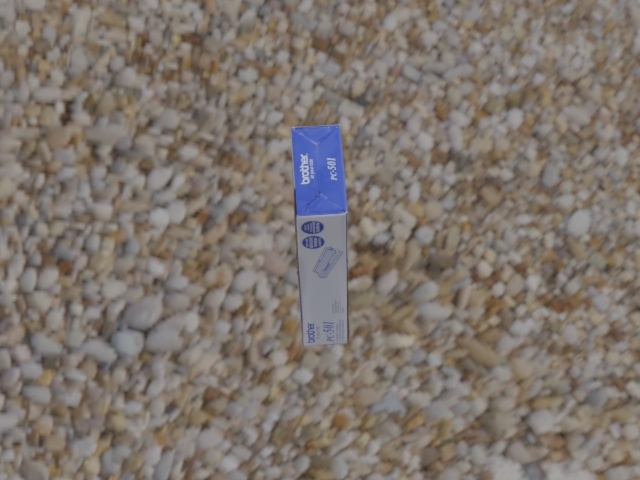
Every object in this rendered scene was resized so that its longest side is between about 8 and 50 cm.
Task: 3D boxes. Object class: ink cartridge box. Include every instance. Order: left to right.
[{"bbox_3d":[0.000,0.000,1.286,0.046,0.207,0.097,-3,54,-1],"label":"ink cartridge box"}]
